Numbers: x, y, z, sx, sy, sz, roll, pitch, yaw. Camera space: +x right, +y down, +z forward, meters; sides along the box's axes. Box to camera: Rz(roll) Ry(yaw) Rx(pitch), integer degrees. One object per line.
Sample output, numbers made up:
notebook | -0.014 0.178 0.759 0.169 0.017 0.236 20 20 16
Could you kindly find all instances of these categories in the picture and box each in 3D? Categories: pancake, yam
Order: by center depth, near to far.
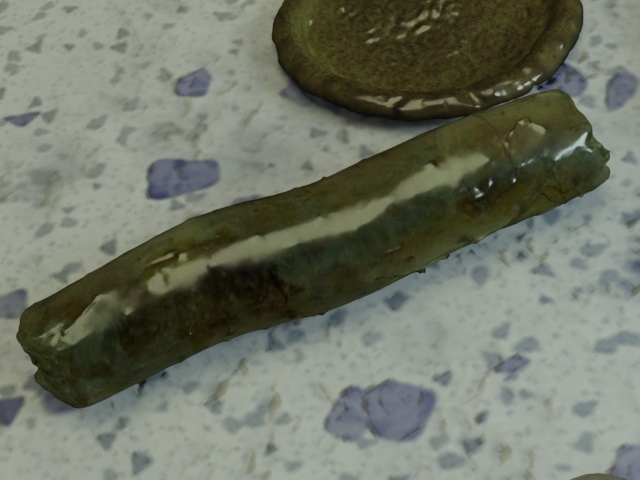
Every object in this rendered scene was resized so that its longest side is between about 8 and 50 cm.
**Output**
yam | 0.000 0.000 0.559 0.317 0.067 0.071 -23 43 -6
pancake | 0.067 -0.144 0.687 0.199 0.021 0.199 -6 50 7

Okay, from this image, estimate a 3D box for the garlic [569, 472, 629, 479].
garlic | 0.135 0.141 0.417 0.113 0.074 0.094 30 53 13
